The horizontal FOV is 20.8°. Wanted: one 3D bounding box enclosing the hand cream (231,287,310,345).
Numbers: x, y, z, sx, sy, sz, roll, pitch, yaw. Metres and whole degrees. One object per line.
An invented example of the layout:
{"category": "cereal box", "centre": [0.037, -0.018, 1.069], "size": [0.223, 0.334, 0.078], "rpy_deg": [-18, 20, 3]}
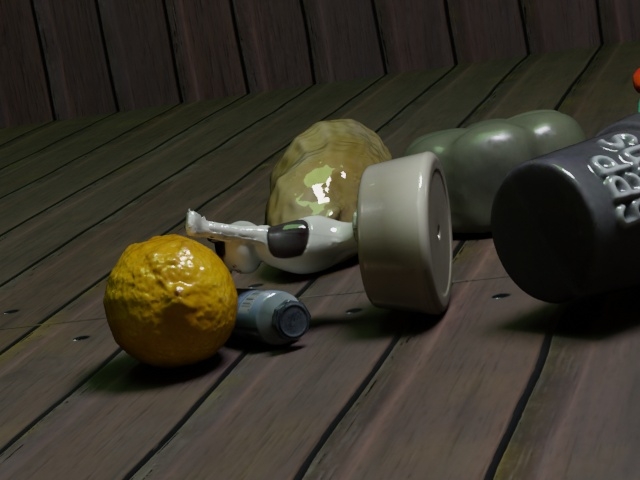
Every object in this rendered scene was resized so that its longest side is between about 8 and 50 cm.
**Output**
{"category": "hand cream", "centre": [-0.094, 0.078, 1.941], "size": [0.091, 0.058, 0.271], "rpy_deg": [-25, 14, -27]}

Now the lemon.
{"category": "lemon", "centre": [-0.159, 0.064, 1.842], "size": [0.142, 0.142, 0.187], "rpy_deg": [-12, 7, -10]}

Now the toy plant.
{"category": "toy plant", "centre": [0.375, -0.044, 1.816], "size": [0.400, 0.185, 0.279], "rpy_deg": [-16, 31, -37]}

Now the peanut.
{"category": "peanut", "centre": [0.017, -0.065, 2.262], "size": [0.174, 0.158, 0.340], "rpy_deg": [3, 14, -1]}

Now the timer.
{"category": "timer", "centre": [0.000, 0.000, 1.889], "size": [0.266, 0.175, 0.175], "rpy_deg": [-4, 13, 13]}

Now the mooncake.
{"category": "mooncake", "centre": [0.230, -0.094, 2.291], "size": [0.275, 0.135, 0.275], "rpy_deg": [-11, 8, 1]}
